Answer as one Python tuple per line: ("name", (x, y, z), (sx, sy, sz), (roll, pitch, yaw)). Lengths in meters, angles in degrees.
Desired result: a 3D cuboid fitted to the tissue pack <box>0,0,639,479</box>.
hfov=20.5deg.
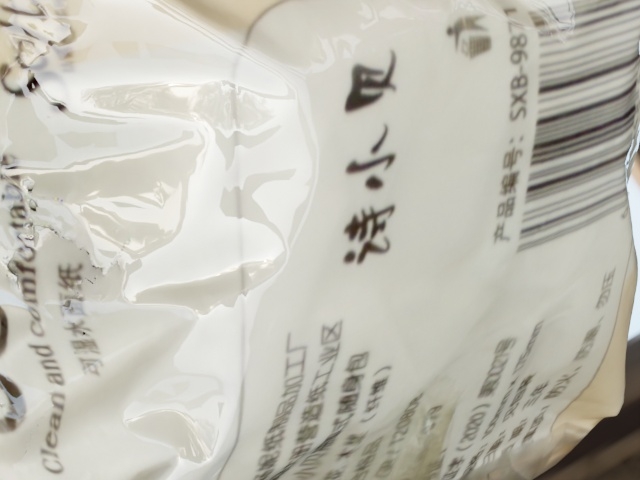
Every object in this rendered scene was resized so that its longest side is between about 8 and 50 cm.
("tissue pack", (0.000, 0.000, 0.779), (0.390, 0.375, 0.195), (-17, -151, -37))
